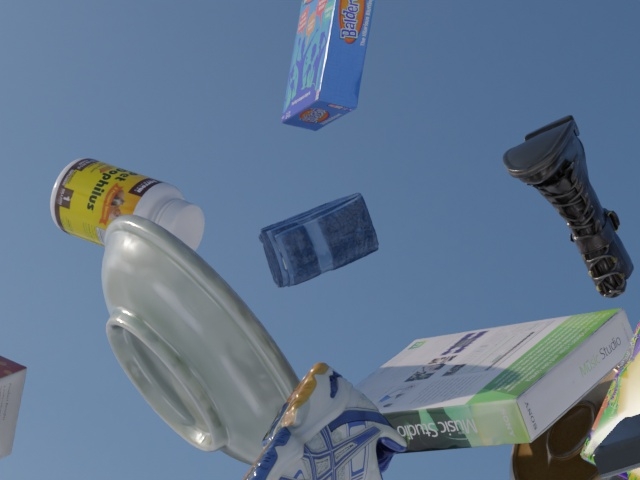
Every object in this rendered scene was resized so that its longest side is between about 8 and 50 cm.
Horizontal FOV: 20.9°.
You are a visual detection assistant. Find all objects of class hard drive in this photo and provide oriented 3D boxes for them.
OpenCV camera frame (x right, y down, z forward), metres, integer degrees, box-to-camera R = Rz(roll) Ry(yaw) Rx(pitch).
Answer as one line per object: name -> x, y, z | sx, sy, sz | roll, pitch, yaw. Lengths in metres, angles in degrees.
hard drive -> 0.254, 0.119, 1.155 | 0.135, 0.022, 0.094 | -21, 0, 23

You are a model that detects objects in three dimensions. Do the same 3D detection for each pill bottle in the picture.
pill bottle -> -0.275, -0.040, 2.500 | 0.215, 0.117, 0.117 | 18, -21, 29

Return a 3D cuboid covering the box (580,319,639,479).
box -> 0.402, 0.114, 1.401 | 0.177, 0.279, 0.290 | 26, -3, -23

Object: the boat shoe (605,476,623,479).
boat shoe -> 0.273, 0.269, 1.673 | 0.091, 0.302, 0.114 | 46, 5, 12

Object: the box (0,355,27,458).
box -> -0.365, 0.148, 1.534 | 0.130, 0.091, 0.170 | 20, 18, 22

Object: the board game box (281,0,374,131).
board game box -> 0.014, -0.237, 1.920 | 0.047, 0.210, 0.160 | 12, -9, -15

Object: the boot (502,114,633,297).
boot -> 0.326, -0.034, 2.166 | 0.091, 0.229, 0.263 | -24, 5, 21

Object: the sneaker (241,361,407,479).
sneaker -> -0.004, 0.228, 1.559 | 0.131, 0.296, 0.112 | 36, -52, -1

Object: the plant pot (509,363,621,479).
plant pot -> 0.300, 0.225, 2.013 | 0.032, 0.236, 0.236 | 36, -37, -26

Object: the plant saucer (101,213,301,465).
plant saucer -> -0.164, 0.154, 2.173 | 0.400, 0.100, 0.400 | 42, -22, 21

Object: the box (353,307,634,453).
box -> 0.168, 0.166, 1.974 | 0.322, 0.232, 0.058 | -14, -76, 45

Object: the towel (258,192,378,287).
towel -> 0.000, 0.000, 1.755 | 0.119, 0.067, 0.029 | -22, 5, -23
